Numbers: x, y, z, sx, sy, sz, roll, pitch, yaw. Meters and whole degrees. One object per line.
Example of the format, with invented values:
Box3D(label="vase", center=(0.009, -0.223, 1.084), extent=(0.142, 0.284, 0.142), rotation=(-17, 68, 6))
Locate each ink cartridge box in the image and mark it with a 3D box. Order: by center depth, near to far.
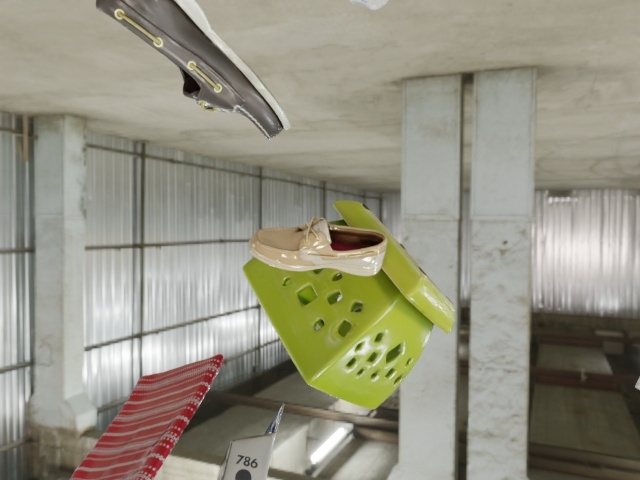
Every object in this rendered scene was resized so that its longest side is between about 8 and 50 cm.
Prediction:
Box3D(label="ink cartridge box", center=(-0.124, 0.393, 0.716), extent=(0.065, 0.333, 0.165), rotation=(17, 140, -5))

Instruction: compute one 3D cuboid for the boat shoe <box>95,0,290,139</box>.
Box3D(label="boat shoe", center=(-0.117, -0.174, 0.540), extent=(0.227, 0.069, 0.081), rotation=(44, -178, -42))

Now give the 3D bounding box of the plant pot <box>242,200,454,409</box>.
Box3D(label="plant pot", center=(0.056, 0.087, 0.805), extent=(0.228, 0.207, 0.227), rotation=(39, -168, -53))

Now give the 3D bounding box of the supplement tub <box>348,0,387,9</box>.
Box3D(label="supplement tub", center=(-0.037, -0.355, 0.512), extent=(0.272, 0.191, 0.191), rotation=(28, -174, 9))

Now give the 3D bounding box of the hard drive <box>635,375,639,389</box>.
Box3D(label="hard drive", center=(0.548, 0.072, 0.597), extent=(0.232, 0.353, 0.047), rotation=(28, 167, 25))

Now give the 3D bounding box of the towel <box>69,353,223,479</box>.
Box3D(label="towel", center=(-0.263, 0.280, 0.757), extent=(0.198, 0.031, 0.275), rotation=(-22, -156, 34))

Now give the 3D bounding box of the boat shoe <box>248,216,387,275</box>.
Box3D(label="boat shoe", center=(0.000, 0.000, 0.646), extent=(0.169, 0.059, 0.063), rotation=(5, -138, -15))
